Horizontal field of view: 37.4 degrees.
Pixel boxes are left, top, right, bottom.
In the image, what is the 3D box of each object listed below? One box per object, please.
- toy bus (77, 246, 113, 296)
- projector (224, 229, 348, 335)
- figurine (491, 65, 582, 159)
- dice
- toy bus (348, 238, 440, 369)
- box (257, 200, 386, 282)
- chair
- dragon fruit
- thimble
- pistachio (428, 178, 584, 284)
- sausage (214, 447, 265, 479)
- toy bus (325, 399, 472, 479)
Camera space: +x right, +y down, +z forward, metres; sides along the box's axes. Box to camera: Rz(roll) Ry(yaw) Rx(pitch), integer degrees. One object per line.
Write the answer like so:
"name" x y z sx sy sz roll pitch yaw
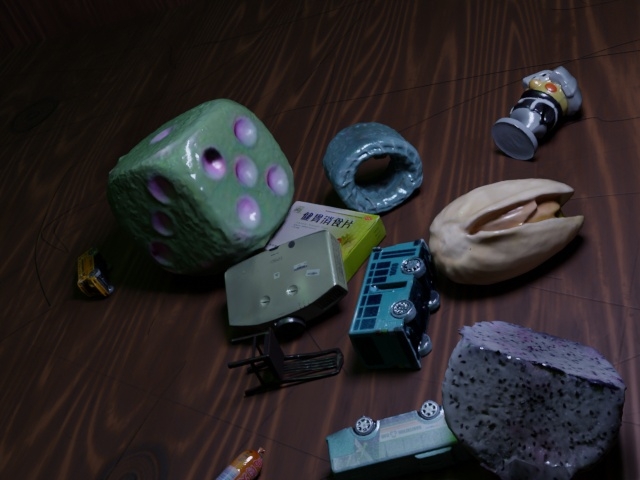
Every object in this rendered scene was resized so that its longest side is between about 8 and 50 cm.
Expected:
"toy bus" -0.577 0.088 2.405 0.074 0.069 0.162 -31 33 4
"projector" -0.072 0.108 2.039 0.269 0.088 0.194 -22 56 20
"figurine" 0.514 -0.309 2.255 0.236 0.133 0.176 -47 23 -21
"dice" -0.279 -0.119 2.239 0.322 0.330 0.318 -14 27 41
"toy bus" 0.150 0.126 1.897 0.147 0.128 0.256 -7 40 24
"box" -0.001 0.001 2.199 0.260 0.062 0.175 12 49 40
"chair" -0.068 0.232 1.903 0.212 0.101 0.084 -16 36 12
"dragon fruit" 0.339 0.266 1.556 0.283 0.204 0.221 17 14 10
"thimble" 0.128 -0.171 2.242 0.235 0.198 0.143 3 28 -21
"pistachio" 0.376 -0.019 1.918 0.318 0.214 0.193 -15 79 -4
"sausage" -0.218 0.497 1.686 0.053 0.053 0.348 18 53 43
"toy bus" 0.143 0.352 1.646 0.261 0.091 0.109 -17 46 11
